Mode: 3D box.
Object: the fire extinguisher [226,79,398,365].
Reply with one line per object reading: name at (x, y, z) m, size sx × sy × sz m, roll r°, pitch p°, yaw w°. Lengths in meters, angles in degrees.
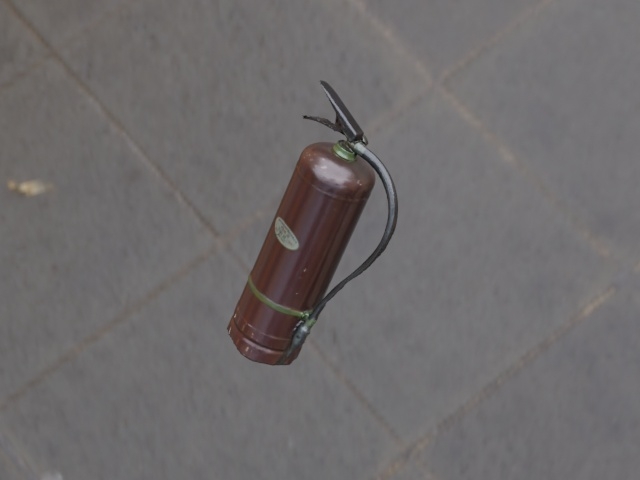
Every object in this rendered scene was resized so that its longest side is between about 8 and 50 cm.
fire extinguisher at (0.000, 0.000, 0.991) m, size 0.078 × 0.157 × 0.045 m, roll 38°, pitch 31°, yaw 24°
